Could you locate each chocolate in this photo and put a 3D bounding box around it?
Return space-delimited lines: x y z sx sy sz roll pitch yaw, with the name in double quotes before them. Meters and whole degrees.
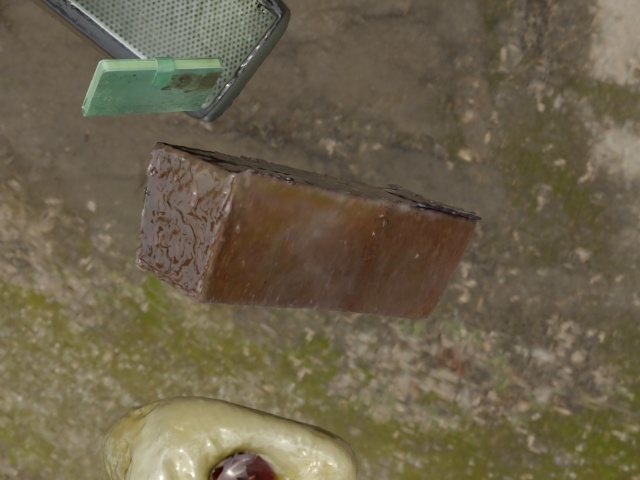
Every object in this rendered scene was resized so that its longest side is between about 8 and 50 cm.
"chocolate" 0.000 0.000 0.872 0.112 0.321 0.111 24 101 41

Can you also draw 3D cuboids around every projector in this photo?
"projector" -0.291 -0.399 1.503 0.405 0.242 0.395 38 179 -33

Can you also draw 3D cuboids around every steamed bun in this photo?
"steamed bun" -0.069 0.198 0.682 0.172 0.155 0.141 13 151 -10

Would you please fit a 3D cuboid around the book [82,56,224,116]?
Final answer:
"book" -0.179 -0.165 1.114 0.103 0.135 0.017 -44 57 57
